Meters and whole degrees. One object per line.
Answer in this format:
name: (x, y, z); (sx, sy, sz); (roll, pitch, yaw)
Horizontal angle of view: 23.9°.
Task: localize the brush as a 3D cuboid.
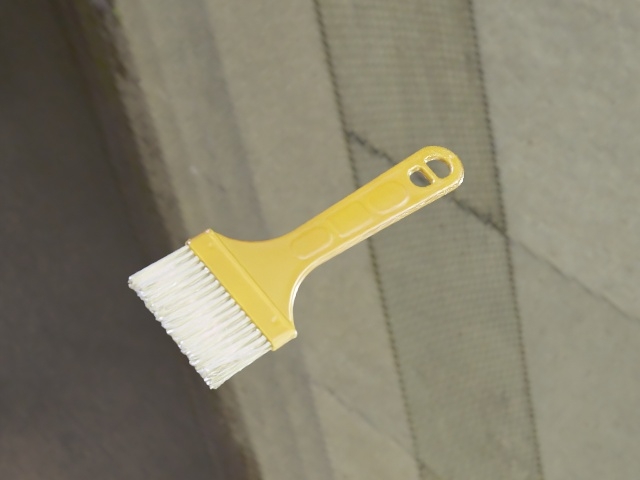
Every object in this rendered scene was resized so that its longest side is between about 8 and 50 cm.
brush: (0.000, 0.000, 1.087); (0.103, 0.272, 0.013); (50, 152, 18)
